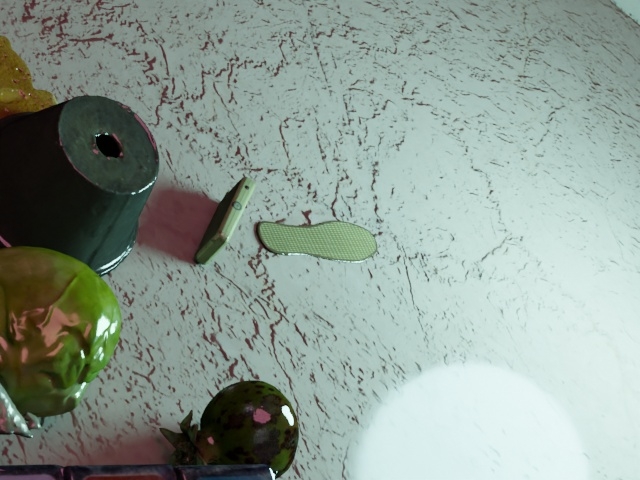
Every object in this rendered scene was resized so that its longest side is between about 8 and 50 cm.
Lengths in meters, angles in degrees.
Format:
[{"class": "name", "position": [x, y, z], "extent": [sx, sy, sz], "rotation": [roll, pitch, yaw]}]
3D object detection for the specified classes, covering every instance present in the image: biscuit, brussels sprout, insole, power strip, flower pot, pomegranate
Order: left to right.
[{"class": "biscuit", "position": [-0.460, -0.202, 1.853], "extent": [0.166, 0.036, 0.225], "rotation": [-27, 81, -47]}, {"class": "brussels sprout", "position": [-0.352, 0.102, 1.575], "extent": [0.223, 0.161, 0.223], "rotation": [28, 32, -19]}, {"class": "flower pot", "position": [-0.328, -0.093, 1.748], "extent": [0.269, 0.166, 0.269], "rotation": [21, 52, -30]}, {"class": "power strip", "position": [-0.142, -0.034, 1.951], "extent": [0.028, 0.076, 0.169], "rotation": [35, 40, -13]}, {"class": "pomegranate", "position": [-0.110, 0.249, 1.673], "extent": [0.169, 0.148, 0.148], "rotation": [12, 48, -36]}, {"class": "insole", "position": [0.000, 0.000, 2.099], "extent": [0.253, 0.005, 0.086], "rotation": [1, 54, -40]}]

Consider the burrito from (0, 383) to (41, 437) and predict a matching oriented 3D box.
[{"class": "burrito", "position": [-0.481, 0.115, 1.435], "extent": [0.348, 0.175, 0.107], "rotation": [58, 4, -14]}]

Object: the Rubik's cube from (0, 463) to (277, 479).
[{"class": "Rubik's cube", "position": [-0.228, 0.437, 1.224], "extent": [0.359, 0.363, 0.362], "rotation": [5, 56, -33]}]
